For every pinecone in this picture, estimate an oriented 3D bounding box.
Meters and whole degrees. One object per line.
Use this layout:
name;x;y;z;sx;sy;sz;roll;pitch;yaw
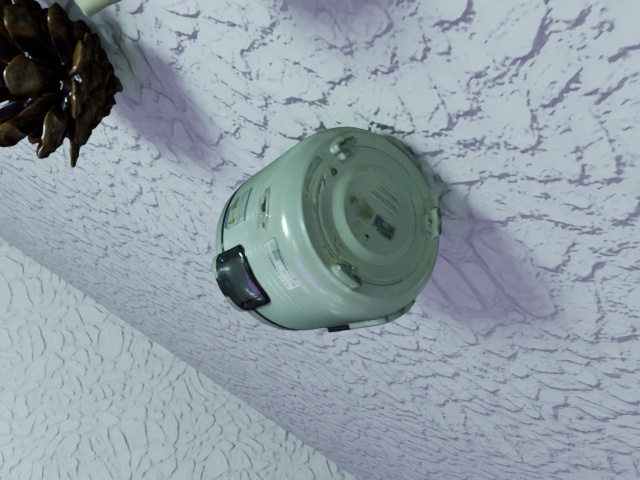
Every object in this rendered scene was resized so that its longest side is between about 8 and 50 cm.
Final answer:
pinecone;-0.376;-0.214;0.737;0.201;0.202;0.229;33;173;-17

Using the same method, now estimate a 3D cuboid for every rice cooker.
rice cooker;0.000;0.000;0.655;0.226;0.226;0.244;45;149;-18

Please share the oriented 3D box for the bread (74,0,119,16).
bread;-0.186;-0.347;0.360;0.155;0.187;0.338;9;144;40
